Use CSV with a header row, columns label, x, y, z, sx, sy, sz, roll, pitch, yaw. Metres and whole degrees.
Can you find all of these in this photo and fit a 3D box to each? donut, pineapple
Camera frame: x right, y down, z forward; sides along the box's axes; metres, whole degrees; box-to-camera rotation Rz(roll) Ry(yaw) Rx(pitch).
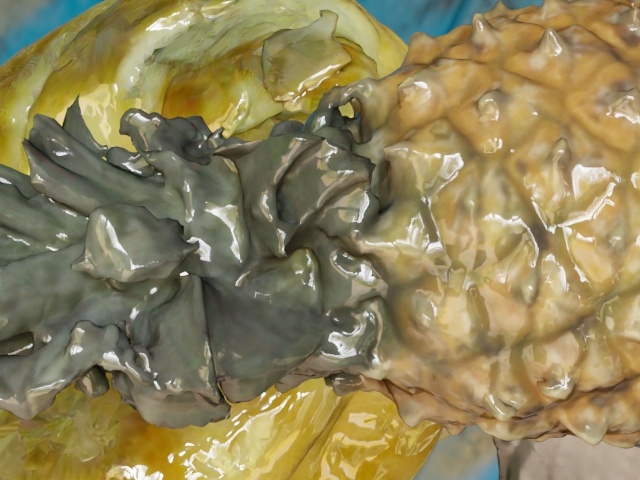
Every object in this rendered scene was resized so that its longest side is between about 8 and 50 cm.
label,x,y,z,sx,sy,sz,roll,pitch,yaw
donut,-0.072,0.030,0.910,0.360,0.360,0.170,46,-4,48
pineapple,0.000,-0.001,0.503,0.248,0.128,0.128,-5,24,-10

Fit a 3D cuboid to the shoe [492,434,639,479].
label,x,y,z,sx,sy,sz,roll,pitch,yaw
shoe,0.094,0.054,0.627,0.108,0.241,0.093,12,27,24
